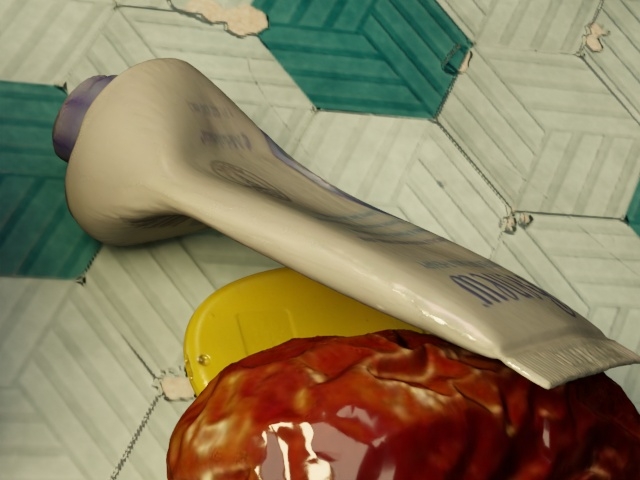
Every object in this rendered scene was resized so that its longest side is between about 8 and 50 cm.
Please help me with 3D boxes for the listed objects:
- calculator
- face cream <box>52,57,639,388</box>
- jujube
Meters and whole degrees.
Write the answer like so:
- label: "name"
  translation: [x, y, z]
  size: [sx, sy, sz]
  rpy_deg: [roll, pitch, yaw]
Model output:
- label: "calculator"
  translation: [0.015, 0.081, 1.323]
  size: [0.234, 0.032, 0.146]
  rpy_deg: [-5, 61, -25]
- label: "face cream"
  translation: [0.000, 0.000, 1.230]
  size: [0.420, 0.137, 0.235]
  rpy_deg: [26, 9, 22]
- label: "jujube"
  translation: [0.063, 0.154, 1.193]
  size: [0.342, 0.216, 0.216]
  rpy_deg: [-2, 59, -34]
